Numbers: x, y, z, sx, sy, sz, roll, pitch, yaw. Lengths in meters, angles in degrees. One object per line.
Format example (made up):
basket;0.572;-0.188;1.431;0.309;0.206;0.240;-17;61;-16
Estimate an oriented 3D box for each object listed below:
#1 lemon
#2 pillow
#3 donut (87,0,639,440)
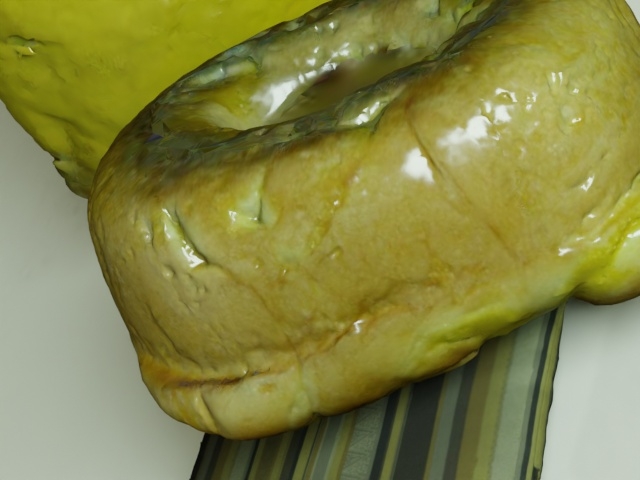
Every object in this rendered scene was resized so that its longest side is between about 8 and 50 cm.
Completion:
lemon;-0.077;-0.180;1.044;0.268;0.268;0.322;7;95;51
pillow;0.010;0.122;0.846;0.212;0.052;0.208;-21;38;37
donut;0.027;-0.028;0.852;0.261;0.128;0.208;-22;25;8
